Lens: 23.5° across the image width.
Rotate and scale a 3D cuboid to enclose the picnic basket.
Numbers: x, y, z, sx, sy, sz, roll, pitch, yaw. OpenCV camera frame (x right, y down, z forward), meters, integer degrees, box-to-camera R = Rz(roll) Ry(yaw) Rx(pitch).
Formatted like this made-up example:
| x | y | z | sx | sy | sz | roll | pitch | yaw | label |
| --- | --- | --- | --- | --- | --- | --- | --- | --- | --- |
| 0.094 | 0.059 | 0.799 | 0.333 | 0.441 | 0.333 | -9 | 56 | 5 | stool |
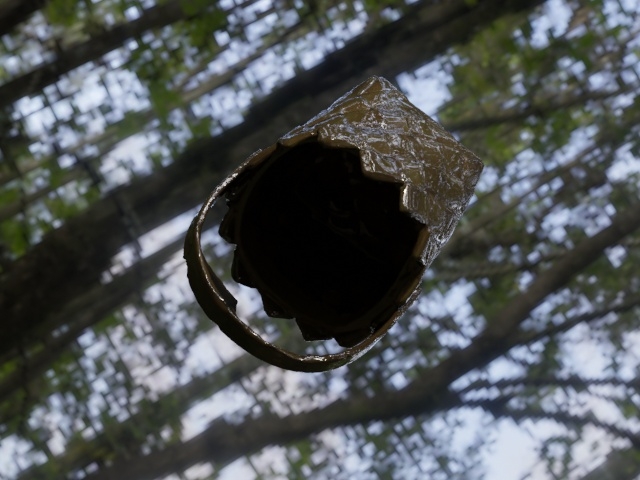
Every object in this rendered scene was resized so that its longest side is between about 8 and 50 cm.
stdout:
| x | y | z | sx | sy | sz | roll | pitch | yaw | label |
| --- | --- | --- | --- | --- | --- | --- | --- | --- | --- |
| 0.000 | 0.000 | 0.868 | 0.128 | 0.178 | 0.138 | 43 | -46 | 8 | picnic basket |
